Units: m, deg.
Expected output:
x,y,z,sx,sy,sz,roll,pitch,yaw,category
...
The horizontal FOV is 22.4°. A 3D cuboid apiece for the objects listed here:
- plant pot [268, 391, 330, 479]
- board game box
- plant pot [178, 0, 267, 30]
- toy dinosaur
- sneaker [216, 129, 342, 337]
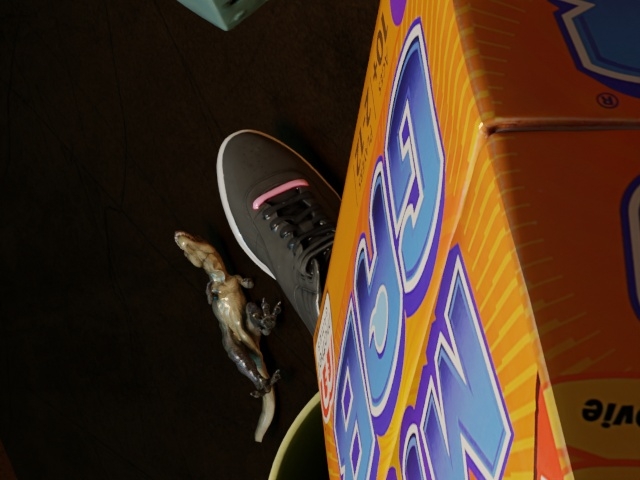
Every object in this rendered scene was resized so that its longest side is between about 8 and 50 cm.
x,y,z,sx,sy,sz,roll,pitch,yaw,category
0.084,0.241,1.361,0.275,0.275,0.293,63,171,9,plant pot
0.207,0.074,0.702,0.356,0.356,0.356,100,167,-49,board game box
-0.114,-0.299,1.321,0.234,0.165,0.166,51,178,10,plant pot
-0.079,0.108,1.747,0.118,0.064,0.268,19,130,65,toy dinosaur
0.001,0.000,1.415,0.295,0.104,0.147,59,166,19,sneaker
